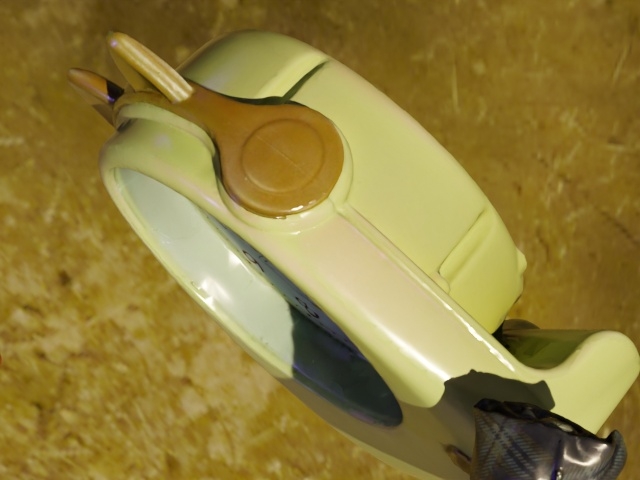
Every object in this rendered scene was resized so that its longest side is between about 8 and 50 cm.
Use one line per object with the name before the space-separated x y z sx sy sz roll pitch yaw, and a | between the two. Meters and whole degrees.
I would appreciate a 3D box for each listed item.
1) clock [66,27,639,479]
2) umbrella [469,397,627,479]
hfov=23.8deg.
clock | 0.000 0.000 0.900 0.348 0.286 0.117 45 75 -12
umbrella | 0.091 0.191 0.739 0.080 0.071 0.224 21 97 50
